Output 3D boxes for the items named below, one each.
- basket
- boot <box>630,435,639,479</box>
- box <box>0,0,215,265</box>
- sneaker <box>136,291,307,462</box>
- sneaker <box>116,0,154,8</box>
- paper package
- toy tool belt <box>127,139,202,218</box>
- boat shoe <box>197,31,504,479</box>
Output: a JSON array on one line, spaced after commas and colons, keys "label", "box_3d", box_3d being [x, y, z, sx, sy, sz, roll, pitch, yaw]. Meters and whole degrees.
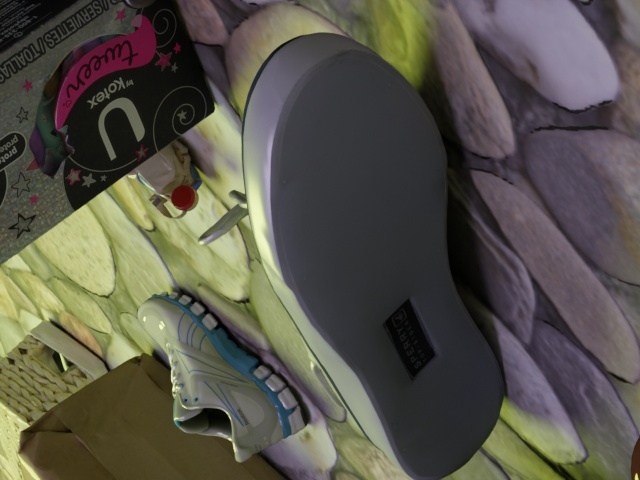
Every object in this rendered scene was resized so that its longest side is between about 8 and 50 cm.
[{"label": "basket", "box_3d": [-0.269, 0.187, 2.032, 0.113, 0.103, 0.167, 31, 148, 38]}, {"label": "boot", "box_3d": [0.169, 0.186, 1.237, 0.280, 0.096, 0.264, 12, 147, 46]}, {"label": "box", "box_3d": [-0.227, -0.095, 1.386, 0.163, 0.247, 0.142, 25, 146, 47]}, {"label": "sneaker", "box_3d": [-0.103, 0.115, 1.660, 0.190, 0.083, 0.071, 38, 154, 33]}, {"label": "sneaker", "box_3d": [-0.108, -0.219, 1.206, 0.130, 0.087, 0.227, 55, 159, -10]}, {"label": "paper package", "box_3d": [-0.117, 0.320, 1.866, 0.309, 0.168, 0.325, 40, 153, 27]}, {"label": "toy tool belt", "box_3d": [-0.114, -0.048, 1.507, 0.083, 0.052, 0.051, 45, -173, 24]}, {"label": "boat shoe", "box_3d": [0.007, -0.005, 1.258, 0.156, 0.136, 0.367, 35, 161, 41]}]
